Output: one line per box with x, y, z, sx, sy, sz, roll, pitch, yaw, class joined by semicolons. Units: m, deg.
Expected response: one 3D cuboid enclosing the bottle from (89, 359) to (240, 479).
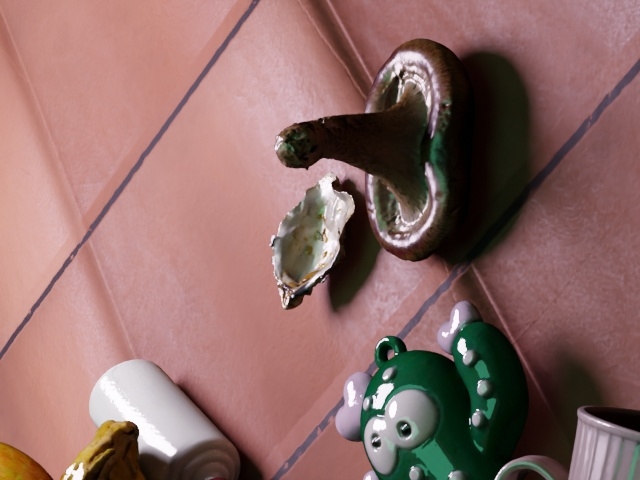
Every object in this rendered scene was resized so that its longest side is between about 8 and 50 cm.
-0.164;0.233;2.096;0.245;0.104;0.104;41;113;47;bottle

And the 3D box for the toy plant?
0.107;0.191;1.773;0.232;0.112;0.243;-22;70;40;toy plant

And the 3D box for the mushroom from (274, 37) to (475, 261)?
0.047;-0.105;1.834;0.148;0.217;0.227;-21;65;47;mushroom

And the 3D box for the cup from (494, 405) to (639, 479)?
0.255;0.269;1.461;0.208;0.288;0.273;-111;33;-86;cup

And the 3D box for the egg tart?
-0.249;0.327;1.969;0.116;0.295;0.295;33;112;7;egg tart

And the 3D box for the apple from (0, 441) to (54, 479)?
-0.437;0.402;2.212;0.339;0.339;0.340;-16;69;48;apple

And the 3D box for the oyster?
-0.005;0.006;2.001;0.148;0.051;0.103;-54;40;5;oyster
